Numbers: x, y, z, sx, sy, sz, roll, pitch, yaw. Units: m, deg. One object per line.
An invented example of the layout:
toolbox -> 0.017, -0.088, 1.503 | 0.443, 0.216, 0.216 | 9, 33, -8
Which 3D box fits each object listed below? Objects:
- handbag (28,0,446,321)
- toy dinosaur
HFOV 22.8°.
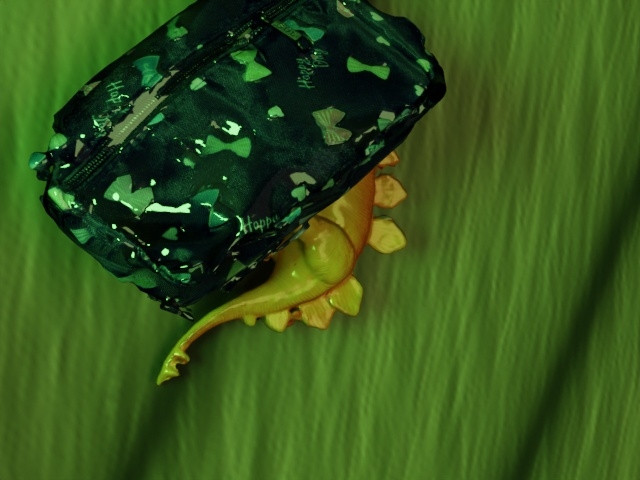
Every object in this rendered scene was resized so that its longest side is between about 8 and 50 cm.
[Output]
handbag -> -0.052, -0.075, 0.977 | 0.162, 0.113, 0.260 | 45, 67, 5
toy dinosaur -> 0.000, 0.000, 1.094 | 0.117, 0.070, 0.288 | 40, 78, -39
